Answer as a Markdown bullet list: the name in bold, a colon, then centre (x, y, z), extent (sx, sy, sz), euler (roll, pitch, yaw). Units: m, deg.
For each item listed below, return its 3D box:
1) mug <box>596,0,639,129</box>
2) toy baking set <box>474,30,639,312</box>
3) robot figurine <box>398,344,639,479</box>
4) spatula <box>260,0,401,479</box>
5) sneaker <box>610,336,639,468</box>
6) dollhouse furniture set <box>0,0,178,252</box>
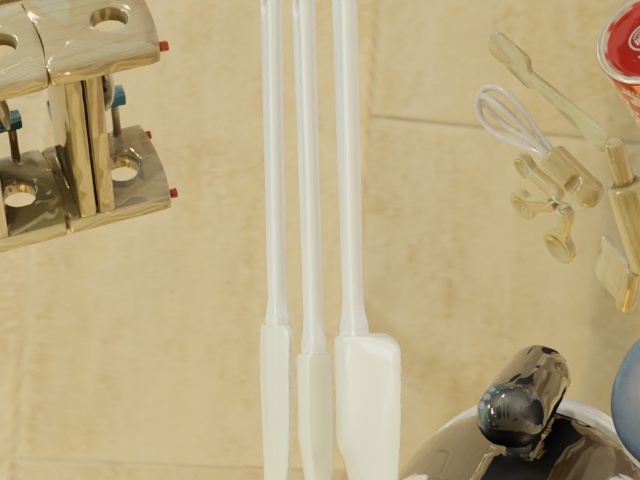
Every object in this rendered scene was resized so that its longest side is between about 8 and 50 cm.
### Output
- **mug**: centre (0.317, -0.148, 1.584), extent (0.169, 0.113, 0.150), euler (40, 74, -49)
- **toy baking set**: centre (0.206, -0.048, 1.555), extent (0.030, 0.197, 0.256), euler (-35, 126, -22)
- **robot figurine**: centre (0.105, 0.189, 1.008), extent (0.173, 0.278, 0.209), euler (43, 113, 4)
- **spatula**: centre (0.000, 0.000, 0.778), extent (0.019, 0.168, 0.242), euler (0, 88, -15)
- **sneaker**: centre (0.246, 0.043, 0.824), extent (0.148, 0.350, 0.131), euler (17, 67, -39)
- **dollhouse furniture set**: centre (-0.172, -0.111, 1.072), extent (0.129, 0.129, 0.183), euler (-15, 50, -14)
